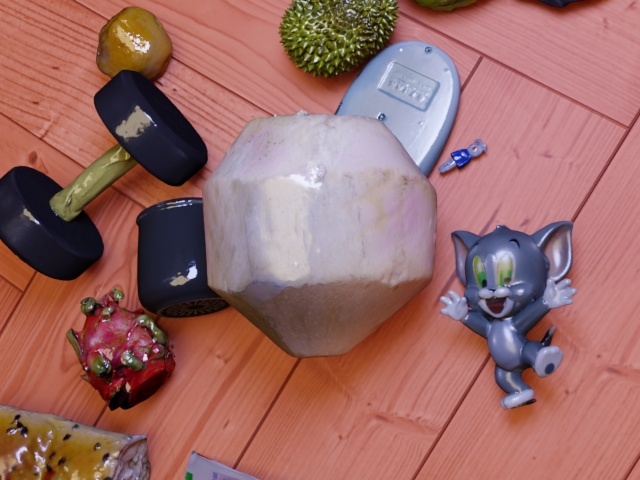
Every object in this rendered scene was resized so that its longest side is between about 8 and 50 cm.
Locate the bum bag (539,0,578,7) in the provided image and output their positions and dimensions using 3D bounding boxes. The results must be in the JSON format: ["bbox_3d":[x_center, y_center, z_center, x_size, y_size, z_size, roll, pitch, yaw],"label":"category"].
[{"bbox_3d":[0.359,-0.520,1.200,0.144,0.095,0.341,-1,87,13],"label":"bum bag"}]

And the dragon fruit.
[{"bbox_3d":[-0.328,0.174,1.278,0.172,0.166,0.160,42,92,17],"label":"dragon fruit"}]

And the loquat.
[{"bbox_3d":[-0.323,-0.330,1.363,0.137,0.113,0.137,2,109,7],"label":"loquat"}]

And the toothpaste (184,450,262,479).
[{"bbox_3d":[-0.087,0.404,1.250,0.301,0.048,0.075,8,114,22],"label":"toothpaste"}]

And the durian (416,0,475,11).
[{"bbox_3d":[0.187,-0.415,1.209,0.375,0.132,0.107,-4,88,28],"label":"durian"}]

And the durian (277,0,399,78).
[{"bbox_3d":[0.033,-0.335,1.237,0.198,0.159,0.146,-22,92,8],"label":"durian"}]

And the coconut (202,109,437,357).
[{"bbox_3d":[0.000,0.000,1.123,0.352,0.352,0.353,-2,84,15],"label":"coconut"}]

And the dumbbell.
[{"bbox_3d":[-0.364,-0.105,1.297,0.322,0.204,0.204,-40,76,8],"label":"dumbbell"}]

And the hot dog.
[{"bbox_3d":[-0.501,0.446,1.290,0.365,0.196,0.367,13,85,20],"label":"hot dog"}]

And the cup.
[{"bbox_3d":[-0.230,0.035,1.279,0.223,0.169,0.177,-23,73,41],"label":"cup"}]

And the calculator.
[{"bbox_3d":[0.108,-0.176,1.258,0.185,0.041,0.299,30,94,16],"label":"calculator"}]

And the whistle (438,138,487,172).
[{"bbox_3d":[0.220,-0.131,1.231,0.083,0.029,0.033,-30,41,5],"label":"whistle"}]

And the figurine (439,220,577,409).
[{"bbox_3d":[0.289,0.100,1.134,0.193,0.140,0.265,-17,92,36],"label":"figurine"}]
